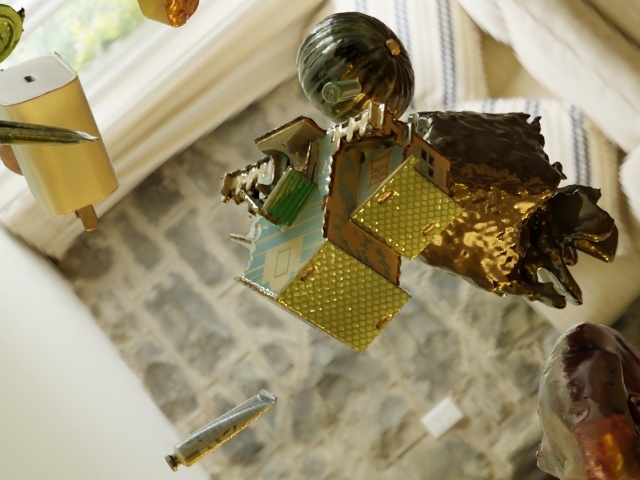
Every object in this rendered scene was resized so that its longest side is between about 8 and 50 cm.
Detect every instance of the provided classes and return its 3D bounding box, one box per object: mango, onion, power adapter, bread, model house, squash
[{"bbox_3d":[-0.473,-0.143,2.024,0.114,0.060,0.080,23,142,7],"label":"mango"},{"bbox_3d":[0.333,0.235,1.461,0.272,0.195,0.272,41,-149,-31],"label":"onion"},{"bbox_3d":[-0.394,-0.134,1.867,0.187,0.124,0.255,42,152,58],"label":"power adapter"},{"bbox_3d":[-0.267,-0.478,2.111,0.094,0.102,0.245,18,135,28],"label":"bread"},{"bbox_3d":[0.000,0.000,1.298,0.178,0.271,0.206,35,-131,-39],"label":"model house"},{"bbox_3d":[0.059,-0.279,2.059,0.218,0.172,0.218,52,-154,-38],"label":"squash"}]

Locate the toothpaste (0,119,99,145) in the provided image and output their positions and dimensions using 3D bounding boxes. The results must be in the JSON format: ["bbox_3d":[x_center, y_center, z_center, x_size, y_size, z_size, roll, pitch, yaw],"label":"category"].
[{"bbox_3d":[-0.369,-0.128,1.480,0.049,0.204,0.031,-84,-3,-83],"label":"toothpaste"}]

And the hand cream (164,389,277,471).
[{"bbox_3d":[-0.205,0.386,2.548,0.055,0.256,0.088,60,163,-14],"label":"hand cream"}]

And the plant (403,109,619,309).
[{"bbox_3d":[0.216,-0.046,1.478,0.276,0.188,0.199,16,-150,-18],"label":"plant"}]

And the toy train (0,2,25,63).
[{"bbox_3d":[-0.459,-0.278,1.370,0.167,0.238,0.299,42,145,26],"label":"toy train"}]

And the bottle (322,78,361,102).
[{"bbox_3d":[0.031,-0.213,1.760,0.030,0.030,0.083,49,-155,7],"label":"bottle"}]
